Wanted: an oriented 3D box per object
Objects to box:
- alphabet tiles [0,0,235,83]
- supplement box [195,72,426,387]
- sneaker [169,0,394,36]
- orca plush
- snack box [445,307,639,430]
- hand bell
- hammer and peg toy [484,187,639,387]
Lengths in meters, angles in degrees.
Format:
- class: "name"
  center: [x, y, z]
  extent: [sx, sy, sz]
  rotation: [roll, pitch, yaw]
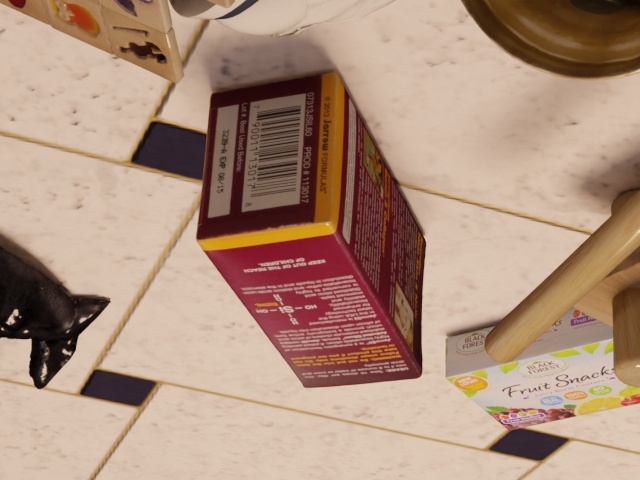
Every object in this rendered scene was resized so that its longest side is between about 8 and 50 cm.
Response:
- class: "alphabet tiles"
  center: [-0.125, -0.164, 0.712]
  extent: [0.198, 0.009, 0.237]
  rotation: [25, 154, 18]
- class: "supplement box"
  center: [0.000, 0.000, 0.963]
  extent: [0.081, 0.104, 0.188]
  rotation: [-7, 147, 17]
- class: "sneaker"
  center: [0.036, -0.159, 0.740]
  extent: [0.235, 0.090, 0.095]
  rotation: [-19, 155, 37]
- class: "orca plush"
  center: [-0.274, 0.043, 1.057]
  extent: [0.151, 0.102, 0.287]
  rotation: [-16, 144, 28]
- class: "snack box"
  center: [0.173, 0.089, 1.155]
  extent: [0.141, 0.037, 0.100]
  rotation: [-17, 142, 29]
- class: "hand bell"
  center: [0.165, -0.139, 0.676]
  extent: [0.126, 0.126, 0.242]
  rotation: [-25, 174, 37]
- class: "hammer and peg toy"
  center: [0.272, 0.008, 0.935]
  extent: [0.361, 0.127, 0.266]
  rotation: [24, 144, -29]
